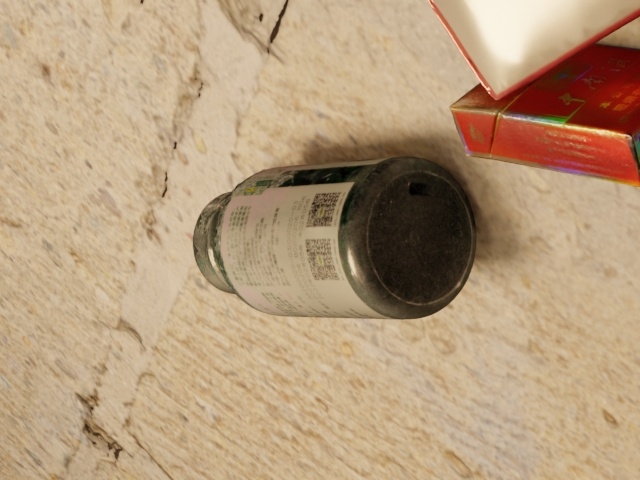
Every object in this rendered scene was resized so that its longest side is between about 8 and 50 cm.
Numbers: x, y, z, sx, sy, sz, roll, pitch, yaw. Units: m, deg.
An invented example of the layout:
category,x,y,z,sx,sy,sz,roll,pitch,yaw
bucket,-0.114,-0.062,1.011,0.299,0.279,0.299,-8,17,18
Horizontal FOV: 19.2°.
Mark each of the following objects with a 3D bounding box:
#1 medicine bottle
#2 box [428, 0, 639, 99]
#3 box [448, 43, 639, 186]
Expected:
category,x,y,z,sx,sy,sz,roll,pitch,yaw
medicine bottle,0.000,0.000,1.716,0.293,0.141,0.141,-2,121,54
box,0.182,-0.307,0.962,0.300,0.312,0.314,55,149,-3
box,0.195,-0.097,1.374,0.175,0.112,0.048,13,133,46
